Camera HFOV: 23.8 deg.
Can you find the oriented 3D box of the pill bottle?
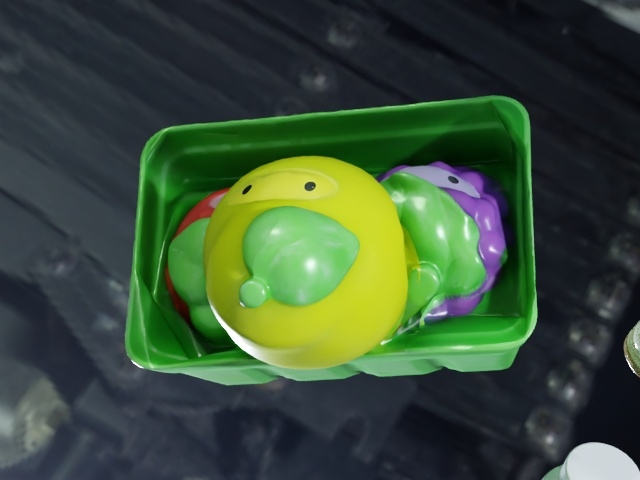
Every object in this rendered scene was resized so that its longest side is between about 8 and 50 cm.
[{"bbox_3d":[0.233,0.263,1.382,0.094,0.094,0.169,24,-46,11],"label":"pill bottle"}]

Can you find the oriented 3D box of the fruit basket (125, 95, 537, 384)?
[{"bbox_3d":[0.000,0.000,1.314,0.392,0.283,0.392,1,-25,1],"label":"fruit basket"}]

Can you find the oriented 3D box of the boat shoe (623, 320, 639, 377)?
[{"bbox_3d":[0.491,0.108,1.721,0.285,0.104,0.089,-6,-34,-14],"label":"boat shoe"}]
